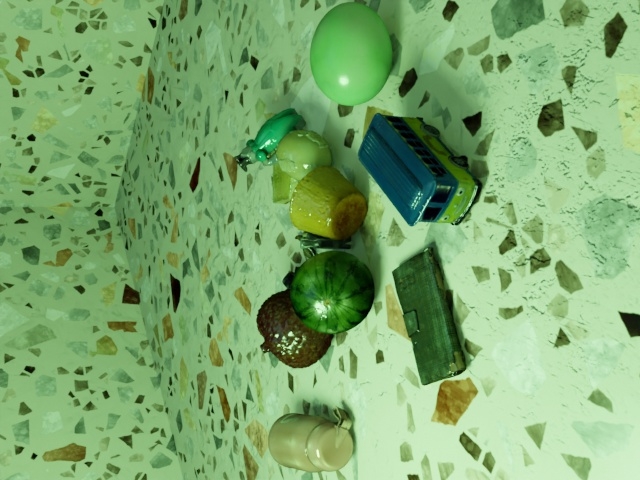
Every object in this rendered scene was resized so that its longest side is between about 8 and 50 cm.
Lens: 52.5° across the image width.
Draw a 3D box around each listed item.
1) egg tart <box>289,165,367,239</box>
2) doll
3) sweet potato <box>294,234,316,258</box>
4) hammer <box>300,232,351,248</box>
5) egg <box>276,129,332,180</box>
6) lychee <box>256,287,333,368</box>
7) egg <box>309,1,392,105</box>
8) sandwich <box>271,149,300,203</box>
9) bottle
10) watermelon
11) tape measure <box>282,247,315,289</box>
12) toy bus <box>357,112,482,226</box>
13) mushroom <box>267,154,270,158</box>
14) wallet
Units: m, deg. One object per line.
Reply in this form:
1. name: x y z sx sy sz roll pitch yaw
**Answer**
1. egg tart: 0.024 -0.097 1.872 0.171 0.215 0.215 35 121 40
2. doll: -0.162 -0.334 2.184 0.258 0.153 0.195 -18 55 15
3. sweet potato: -0.048 0.019 2.142 0.041 0.038 0.153 -52 42 15
4. hammer: 0.000 0.000 1.995 0.226 0.158 0.041 -161 72 -77
5. egg: -0.049 -0.262 2.019 0.201 0.164 0.164 29 117 44
6. lychee: -0.076 0.270 2.016 0.260 0.260 0.261 4 95 59
7. egg: 0.081 -0.496 1.727 0.220 0.220 0.270 2 94 59
8. sandwich: -0.108 -0.229 2.213 0.162 0.058 0.193 -10 81 57
9. bottle: -0.022 0.614 2.014 0.297 0.173 0.206 -20 41 58
10. watermelon: 0.034 0.145 1.820 0.242 0.242 0.242 4 95 59
11. tape measure: -0.051 0.100 2.123 0.180 0.104 0.107 -64 27 12
12. toy bus: 0.230 -0.170 1.542 0.288 0.175 0.138 59 137 39
13. mushroom: -0.204 -0.334 2.350 0.088 0.073 0.129 5 99 28
14. wallet: 0.267 0.192 1.624 0.169 0.044 0.317 -40 57 54
